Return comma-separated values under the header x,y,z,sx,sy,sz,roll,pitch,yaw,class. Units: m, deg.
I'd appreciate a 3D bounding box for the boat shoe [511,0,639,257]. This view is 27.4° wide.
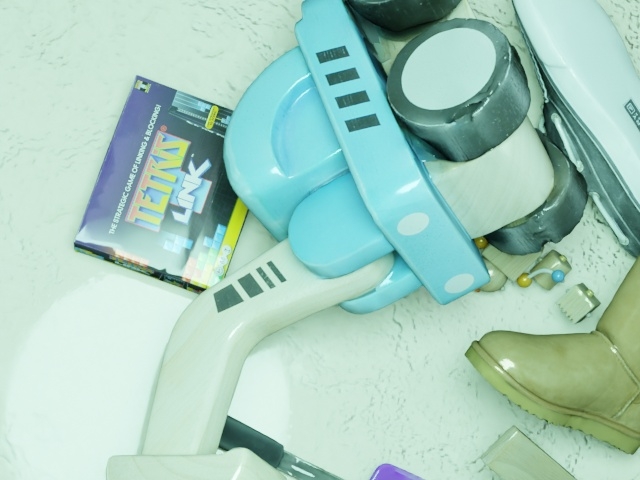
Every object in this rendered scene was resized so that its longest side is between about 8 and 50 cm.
x,y,z,sx,sy,sz,roll,pitch,yaw,class
0.258,-0.119,1.261,0.108,0.102,0.301,-39,96,-43,boat shoe

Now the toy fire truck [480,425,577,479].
x,y,z,sx,sy,sz,roll,pitch,yaw,class
0.210,0.303,1.162,0.217,0.158,0.246,-42,77,-14,toy fire truck

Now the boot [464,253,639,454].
x,y,z,sx,sy,sz,roll,pitch,yaw,class
0.280,0.042,1.169,0.236,0.089,0.269,24,104,-37,boot

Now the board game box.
x,y,z,sx,sy,sz,roll,pitch,yaw,class
-0.133,-0.049,1.212,0.141,0.048,0.170,19,77,-7,board game box

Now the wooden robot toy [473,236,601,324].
x,y,z,sx,sy,sz,roll,pitch,yaw,class
0.181,0.023,1.255,0.173,0.076,0.079,43,111,0,wooden robot toy

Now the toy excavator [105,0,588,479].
x,y,z,sx,sy,sz,roll,pitch,yaw,class
0.000,0.000,1.129,0.445,0.222,0.433,-28,53,12,toy excavator

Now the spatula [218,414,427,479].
x,y,z,sx,sy,sz,roll,pitch,yaw,class
-0.016,0.209,1.191,0.296,0.030,0.084,26,79,-4,spatula
